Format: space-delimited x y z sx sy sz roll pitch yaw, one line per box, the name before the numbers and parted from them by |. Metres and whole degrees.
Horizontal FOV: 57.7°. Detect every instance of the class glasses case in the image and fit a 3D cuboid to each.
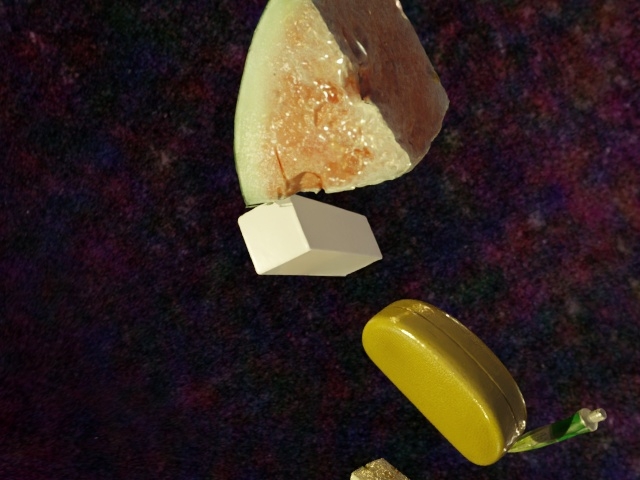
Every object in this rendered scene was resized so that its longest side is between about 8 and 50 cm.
glasses case | 0.261 0.267 1.195 0.141 0.173 0.371 -26 60 -39

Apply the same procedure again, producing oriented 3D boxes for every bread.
bread | 0.111 0.339 0.744 0.068 0.153 0.028 -7 116 -42

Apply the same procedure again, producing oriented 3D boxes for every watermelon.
watermelon | 0.033 -0.164 0.621 0.201 0.262 0.213 25 46 12

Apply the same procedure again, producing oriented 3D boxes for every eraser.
eraser | 0.000 0.001 0.812 0.298 0.076 0.078 8 59 -67

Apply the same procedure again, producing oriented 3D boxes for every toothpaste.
toothpaste | 0.501 0.411 1.246 0.078 0.248 0.047 -8 64 -43
